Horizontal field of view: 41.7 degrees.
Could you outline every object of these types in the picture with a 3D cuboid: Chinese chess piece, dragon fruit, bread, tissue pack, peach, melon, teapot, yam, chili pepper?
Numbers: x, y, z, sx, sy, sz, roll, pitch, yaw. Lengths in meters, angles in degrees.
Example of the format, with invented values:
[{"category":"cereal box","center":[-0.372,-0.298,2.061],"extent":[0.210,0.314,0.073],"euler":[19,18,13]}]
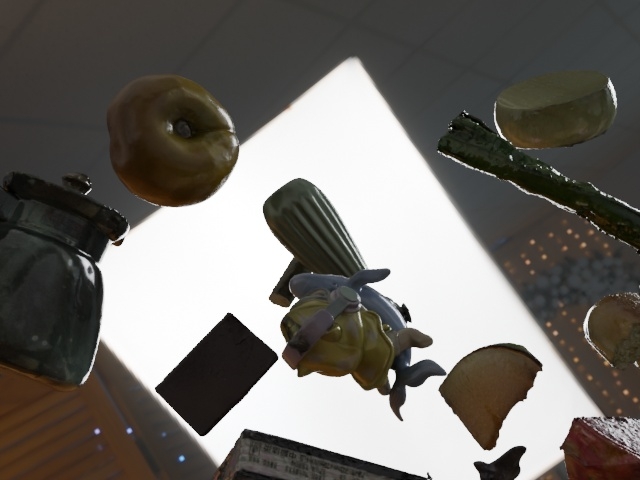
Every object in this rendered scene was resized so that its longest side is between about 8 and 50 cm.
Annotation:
[{"category":"Chinese chess piece","center":[0.493,-0.275,1.769],"extent":[0.250,0.101,0.250],"euler":[-13,22,6]},{"category":"dragon fruit","center":[0.458,0.342,1.163],"extent":[0.274,0.126,0.161],"euler":[8,-66,-24]},{"category":"bread","center":[0.745,0.209,1.990],"extent":[0.314,0.192,0.171],"euler":[19,-71,-34]},{"category":"tissue pack","center":[-0.013,0.469,1.488],"extent":[0.122,0.361,0.259],"euler":[-85,19,-46]},{"category":"peach","center":[-0.263,-0.180,1.514],"extent":[0.251,0.251,0.153],"euler":[-21,0,-44]},{"category":"melon","center":[0.210,0.169,1.019],"extent":[0.054,0.098,0.182],"euler":[-9,-41,-24]},{"category":"teapot","center":[-0.406,0.021,1.103],"extent":[0.223,0.305,0.285],"euler":[138,154,-69]},{"category":"yam","center":[-0.052,0.075,1.698],"extent":[0.132,0.054,0.054],"euler":[-57,-2,-30]},{"category":"chili pepper","center":[0.325,-0.061,1.158],"extent":[0.085,0.359,0.076],"euler":[-47,-16,-28]}]

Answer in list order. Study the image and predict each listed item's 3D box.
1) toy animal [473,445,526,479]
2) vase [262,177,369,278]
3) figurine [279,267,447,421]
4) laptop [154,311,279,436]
[{"category":"toy animal","center":[0.216,0.437,1.234],"extent":[0.206,0.081,0.367],"euler":[-11,-53,8]},{"category":"vase","center":[0.000,0.000,1.612],"extent":[0.128,0.248,0.128],"euler":[-39,-7,-6]},{"category":"figurine","center":[0.042,0.113,0.978],"extent":[0.184,0.208,0.128],"euler":[-25,-27,-54]},{"category":"laptop","center":[-0.195,0.252,1.587],"extent":[0.207,0.154,0.026],"euler":[-46,-27,-13]}]
